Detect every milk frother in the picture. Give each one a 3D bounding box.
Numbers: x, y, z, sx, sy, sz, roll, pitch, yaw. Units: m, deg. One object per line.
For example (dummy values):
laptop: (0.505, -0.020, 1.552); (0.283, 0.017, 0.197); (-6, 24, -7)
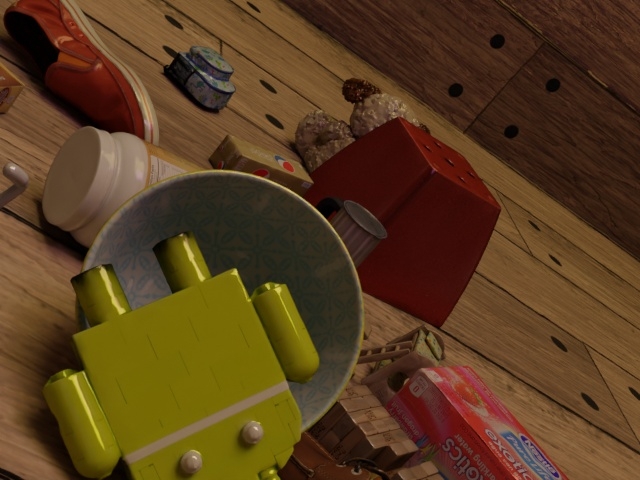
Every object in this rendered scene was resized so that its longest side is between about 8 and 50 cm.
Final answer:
milk frother: (0.000, 0.000, 1.574); (0.129, 0.134, 0.143); (47, 20, 20)

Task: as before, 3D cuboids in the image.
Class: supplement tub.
supplement tub: (-0.215, -0.043, 1.254); (0.200, 0.144, 0.144); (24, 25, -38)

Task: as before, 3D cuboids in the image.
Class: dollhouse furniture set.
dollhouse furniture set: (0.101, 0.124, 1.475); (0.161, 0.101, 0.182); (57, 18, -7)

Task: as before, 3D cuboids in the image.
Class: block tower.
block tower: (0.067, 0.268, 1.177); (0.335, 0.091, 0.097); (50, 22, 23)

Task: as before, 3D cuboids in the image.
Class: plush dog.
plush dog: (0.088, -0.184, 2.002); (0.262, 0.225, 0.210); (40, 19, -2)

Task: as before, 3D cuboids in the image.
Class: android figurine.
android figurine: (-0.121, 0.135, 0.963); (0.272, 0.248, 0.056); (67, -21, 6)

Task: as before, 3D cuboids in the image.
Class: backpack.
backpack: (-0.211, -0.302, 1.921); (0.114, 0.084, 0.105); (49, 23, 14)

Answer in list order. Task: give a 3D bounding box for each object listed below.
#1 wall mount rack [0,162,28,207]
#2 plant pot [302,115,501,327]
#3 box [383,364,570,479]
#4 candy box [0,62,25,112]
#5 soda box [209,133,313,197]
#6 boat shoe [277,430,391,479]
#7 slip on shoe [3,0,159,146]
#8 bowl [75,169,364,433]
wall mount rack: (-0.434, -0.155, 1.001); (0.350, 0.130, 0.304); (60, 12, 24)
plant pot: (0.153, -0.052, 1.821); (0.267, 0.235, 0.267); (27, 24, -34)
box: (0.195, 0.308, 1.241); (0.300, 0.154, 0.142); (49, 20, 26)
candy box: (-0.464, -0.205, 1.285); (0.109, 0.053, 0.187); (43, 21, 7)
soda box: (-0.099, -0.118, 1.765); (0.181, 0.058, 0.061); (19, 28, -47)
boat shoe: (0.031, 0.272, 1.080); (0.307, 0.104, 0.111); (48, 21, 21)
slip on shoe: (-0.346, -0.233, 1.512); (0.101, 0.123, 0.331); (-28, 72, -35)
bowl: (-0.115, 0.084, 1.089); (0.289, 0.289, 0.156); (38, -22, -6)
